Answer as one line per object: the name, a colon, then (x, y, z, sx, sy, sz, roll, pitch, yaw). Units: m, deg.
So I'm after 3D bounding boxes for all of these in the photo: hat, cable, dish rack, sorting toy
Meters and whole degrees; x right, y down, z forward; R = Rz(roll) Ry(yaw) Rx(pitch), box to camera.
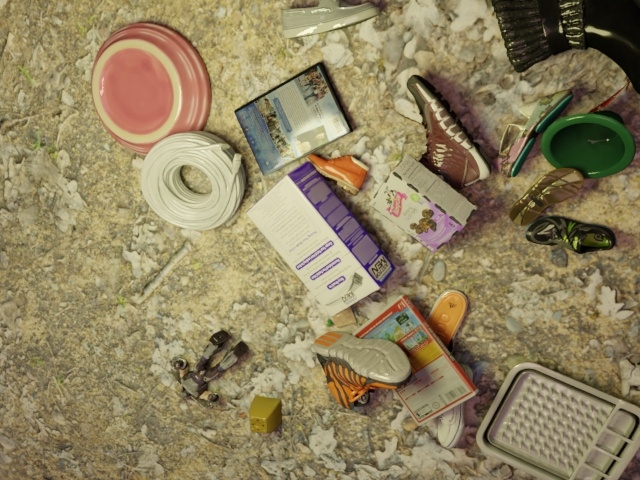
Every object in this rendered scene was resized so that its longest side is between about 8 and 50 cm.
hat: (0.594, -0.255, 1.226, 0.209, 0.183, 0.173, -5, 135, 45)
cable: (-0.317, -0.150, 1.456, 0.257, 0.089, 0.256, 10, 121, 3)
dish rack: (0.578, 0.450, 1.410, 0.333, 0.072, 0.285, 23, 111, 8)
sorting toy: (0.047, 0.199, 1.520, 0.083, 0.012, 0.062, -17, 105, 16)

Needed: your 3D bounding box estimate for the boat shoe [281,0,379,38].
boat shoe: (0.015, -0.507, 1.287, 0.228, 0.079, 0.081, -5, 109, 21)

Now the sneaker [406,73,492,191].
sneaker: (0.242, -0.217, 1.296, 0.163, 0.106, 0.281, -36, 94, 25)

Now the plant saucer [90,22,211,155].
plant saucer: (-0.442, -0.372, 1.456, 0.333, 0.084, 0.331, 5, 107, 15)

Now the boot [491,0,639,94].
boot: (0.502, -0.382, 1.123, 0.260, 0.131, 0.347, -21, 71, 16)

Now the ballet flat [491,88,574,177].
ballet flat: (0.445, -0.241, 1.252, 0.079, 0.077, 0.221, 42, 114, 25)

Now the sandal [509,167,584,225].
sandal: (0.498, -0.101, 1.289, 0.072, 0.049, 0.180, 48, 127, 5)

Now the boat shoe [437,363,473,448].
boat shoe: (0.317, 0.415, 1.462, 0.076, 0.083, 0.226, 5, 98, -23)

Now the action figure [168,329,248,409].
action figure: (-0.332, 0.372, 1.637, 0.185, 0.099, 0.285, 39, 115, -3)

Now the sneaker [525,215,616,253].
sneaker: (0.552, -0.011, 1.279, 0.188, 0.078, 0.067, 8, 108, 16)

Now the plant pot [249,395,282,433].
plant pot: (-0.160, 0.497, 1.629, 0.082, 0.083, 0.081, 3, 106, 14)

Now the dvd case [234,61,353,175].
dvd case: (-0.069, -0.288, 1.398, 0.253, 0.022, 0.180, -24, 91, 21)

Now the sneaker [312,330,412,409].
sneaker: (0.119, 0.341, 1.445, 0.321, 0.125, 0.179, 10, 122, 55)

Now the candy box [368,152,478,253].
candy box: (0.226, -0.080, 1.310, 0.196, 0.070, 0.165, 38, 154, 3)

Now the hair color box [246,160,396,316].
hair color box: (0.000, 0.000, 1.401, 0.338, 0.110, 0.185, 52, 132, -2)

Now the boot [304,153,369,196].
boot: (0.040, -0.179, 1.396, 0.158, 0.059, 0.084, 31, 92, 12)

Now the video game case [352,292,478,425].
video game case: (0.225, 0.296, 1.427, 0.285, 0.025, 0.204, 53, 129, 11)

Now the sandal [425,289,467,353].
sandal: (0.283, 0.245, 1.432, 0.102, 0.076, 0.265, 21, 110, 10)
